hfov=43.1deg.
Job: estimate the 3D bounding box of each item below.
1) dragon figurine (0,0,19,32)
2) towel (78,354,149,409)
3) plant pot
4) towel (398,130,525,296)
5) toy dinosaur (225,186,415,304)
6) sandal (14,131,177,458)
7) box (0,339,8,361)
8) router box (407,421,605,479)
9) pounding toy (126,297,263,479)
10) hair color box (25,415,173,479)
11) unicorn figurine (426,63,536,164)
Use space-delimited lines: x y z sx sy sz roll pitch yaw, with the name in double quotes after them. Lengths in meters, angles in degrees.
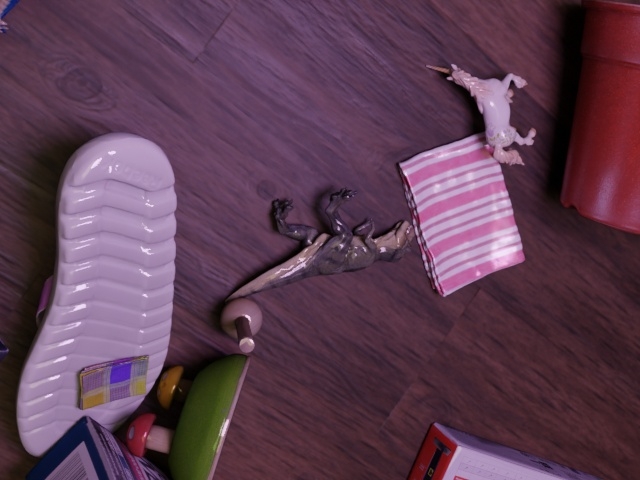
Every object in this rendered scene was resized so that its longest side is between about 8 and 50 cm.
-0.267 -0.313 0.848 0.289 0.144 0.085 -44 110 -27 "dragon figurine"
-0.236 0.163 0.924 0.083 0.009 0.060 -9 125 -35 "towel"
0.440 -0.151 1.041 0.273 0.272 0.265 4 107 -19 "plant pot"
0.195 -0.037 1.092 0.144 0.029 0.197 -22 107 -14 "towel"
0.000 0.000 1.019 0.268 0.064 0.118 -16 112 -12 "toy dinosaur"
-0.252 0.065 0.923 0.169 0.102 0.416 2 118 -38 "sandal"
-0.515 0.151 0.685 0.179 0.343 0.312 44 100 20 "box"
0.255 0.458 1.184 0.336 0.082 0.301 23 93 -21 "router box"
-0.153 0.184 0.953 0.110 0.183 0.236 17 100 -2 "pounding toy"
-0.168 0.367 0.945 0.105 0.174 0.347 -45 122 -7 "hair color box"
0.224 -0.175 1.048 0.111 0.060 0.161 -14 77 -41 "unicorn figurine"
